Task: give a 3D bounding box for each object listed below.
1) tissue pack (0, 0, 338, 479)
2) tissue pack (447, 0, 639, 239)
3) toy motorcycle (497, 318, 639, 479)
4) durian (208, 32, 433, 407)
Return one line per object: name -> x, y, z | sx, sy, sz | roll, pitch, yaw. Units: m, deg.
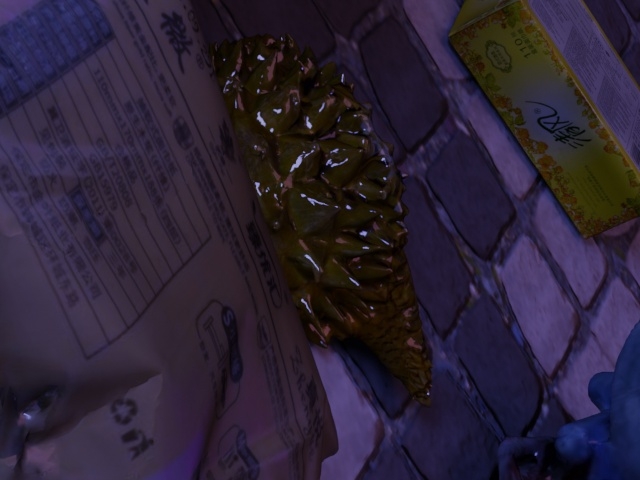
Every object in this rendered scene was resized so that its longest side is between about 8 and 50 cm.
tissue pack -> -0.091, 0.023, 0.598 | 0.215, 0.123, 0.256 | -54, 132, -58
tissue pack -> 0.163, -0.100, 1.129 | 0.176, 0.062, 0.095 | 52, 34, -19
toy motorcycle -> 0.217, 0.186, 0.969 | 0.319, 0.241, 0.182 | 38, 2, -41
durian -> 0.010, -0.007, 0.842 | 0.224, 0.078, 0.140 | 52, 36, -18
